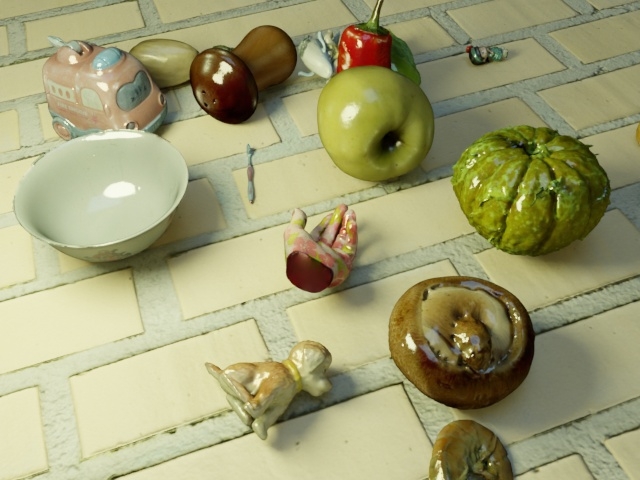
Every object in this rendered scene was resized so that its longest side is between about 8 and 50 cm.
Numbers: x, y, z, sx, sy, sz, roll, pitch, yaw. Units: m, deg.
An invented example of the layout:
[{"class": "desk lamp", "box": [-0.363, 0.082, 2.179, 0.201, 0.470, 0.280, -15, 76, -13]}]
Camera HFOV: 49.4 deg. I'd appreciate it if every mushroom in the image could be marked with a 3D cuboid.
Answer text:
[{"class": "mushroom", "box": [0.234, 0.167, 1.177, 0.253, 0.153, 0.253, 5, 47, -5]}]

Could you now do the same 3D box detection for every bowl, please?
[{"class": "bowl", "box": [-0.428, -0.062, 1.425, 0.345, 0.157, 0.346, -2, 48, 2]}]

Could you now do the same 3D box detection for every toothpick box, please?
[{"class": "toothpick box", "box": [-0.190, -0.417, 1.733, 0.192, 0.192, 0.294, 23, 45, 22]}]

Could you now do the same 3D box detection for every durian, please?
[{"class": "durian", "box": [0.184, -0.456, 1.797, 0.139, 0.101, 0.250, -5, 47, -3]}]

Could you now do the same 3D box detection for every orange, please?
[{"class": "orange", "box": [0.400, -0.096, 1.373, 0.300, 0.223, 0.301, -24, 46, -32]}]

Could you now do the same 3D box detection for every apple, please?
[{"class": "apple", "box": [0.116, -0.257, 1.526, 0.262, 0.262, 0.262, -2, 47, 2]}]

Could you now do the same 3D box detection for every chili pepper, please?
[{"class": "chili pepper", "box": [0.105, -0.440, 1.625, 0.131, 0.338, 0.135, -5, 44, -5]}]

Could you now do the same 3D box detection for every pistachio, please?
[{"class": "pistachio", "box": [-0.410, -0.460, 1.824, 0.205, 0.132, 0.129, 0, 3, -2]}]

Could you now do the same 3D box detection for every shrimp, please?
[{"class": "shrimp", "box": [0.226, 0.381, 1.062, 0.132, 0.053, 0.236, 25, 46, -1]}]

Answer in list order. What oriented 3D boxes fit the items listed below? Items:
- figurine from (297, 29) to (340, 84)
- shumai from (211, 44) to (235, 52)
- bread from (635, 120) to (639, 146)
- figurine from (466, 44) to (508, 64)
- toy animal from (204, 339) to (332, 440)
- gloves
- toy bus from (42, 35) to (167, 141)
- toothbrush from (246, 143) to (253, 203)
[{"class": "figurine", "box": [0.029, -0.466, 1.797, 0.183, 0.128, 0.209, 25, 34, -8]}, {"class": "shumai", "box": [-0.249, -0.503, 1.888, 0.083, 0.082, 0.080, 36, 54, 3]}, {"class": "bread", "box": [0.798, -0.240, 1.582, 0.149, 0.073, 0.122, 23, 54, 23]}, {"class": "figurine", "box": [0.446, -0.502, 1.864, 0.105, 0.047, 0.060, -8, 63, -9]}, {"class": "toy animal", "box": [-0.083, 0.216, 1.191, 0.185, 0.104, 0.184, -35, 47, -21]}, {"class": "gloves", "box": [0.001, 0.011, 1.369, 0.145, 0.126, 0.241, 3, 18, 13]}, {"class": "toy bus", "box": [-0.523, -0.360, 1.657, 0.294, 0.232, 0.197, 21, 51, 22]}, {"class": "toothbrush", "box": [-0.162, -0.154, 1.592, 0.013, 0.019, 0.193, -5, 49, -2]}]
